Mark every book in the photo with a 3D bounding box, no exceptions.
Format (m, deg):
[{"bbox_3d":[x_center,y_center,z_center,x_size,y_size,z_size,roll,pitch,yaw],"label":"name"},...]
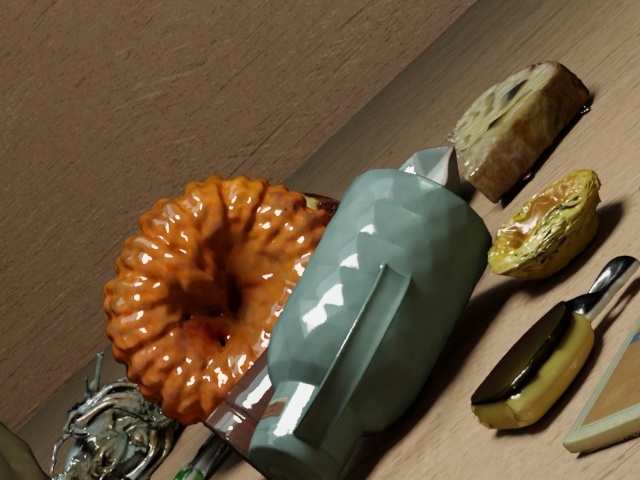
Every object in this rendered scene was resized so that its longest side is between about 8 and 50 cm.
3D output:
[{"bbox_3d":[0.256,0.027,0.949,0.241,0.018,0.170,-51,10,-37],"label":"book"}]

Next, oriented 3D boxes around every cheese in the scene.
[{"bbox_3d":[0.174,0.069,1.086,0.162,0.036,0.086,-47,6,-21],"label":"cheese"}]

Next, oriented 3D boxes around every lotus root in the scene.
[{"bbox_3d":[0.226,-0.132,1.730,0.170,0.074,0.260,-41,9,6],"label":"lotus root"}]

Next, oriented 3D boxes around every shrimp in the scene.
[{"bbox_3d":[-0.282,0.247,1.998,0.137,0.172,0.372,-34,5,27],"label":"shrimp"}]

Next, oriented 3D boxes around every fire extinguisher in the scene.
[{"bbox_3d":[0.031,0.080,1.488,0.341,0.105,0.141,-49,10,-11],"label":"fire extinguisher"}]

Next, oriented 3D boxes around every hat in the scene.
[{"bbox_3d":[-0.123,0.073,1.779,0.285,0.285,0.400,-46,5,-11],"label":"hat"}]

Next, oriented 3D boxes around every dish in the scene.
[{"bbox_3d":[0.112,-0.040,1.848,0.154,0.064,0.234,-45,7,-6],"label":"dish"}]

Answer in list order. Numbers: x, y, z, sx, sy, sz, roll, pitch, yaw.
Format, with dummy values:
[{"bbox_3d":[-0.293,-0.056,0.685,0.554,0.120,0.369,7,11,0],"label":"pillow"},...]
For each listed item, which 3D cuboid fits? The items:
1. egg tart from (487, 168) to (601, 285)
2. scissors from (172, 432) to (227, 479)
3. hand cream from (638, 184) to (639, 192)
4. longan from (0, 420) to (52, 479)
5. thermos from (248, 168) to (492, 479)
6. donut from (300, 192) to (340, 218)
[{"bbox_3d":[0.195,-0.006,1.301,0.130,0.052,0.130,-43,10,9],"label":"egg tart"},{"bbox_3d":[-0.154,0.277,1.705,0.204,0.027,0.101,-51,13,-28],"label":"scissors"},{"bbox_3d":[0.310,-0.072,1.054,0.194,0.042,0.067,-29,-1,-9],"label":"hand cream"},{"bbox_3d":[-0.509,0.368,1.707,0.436,0.404,0.404,-46,8,9],"label":"longan"},{"bbox_3d":[0.038,0.078,1.298,0.286,0.145,0.182,-61,0,-30],"label":"thermos"},{"bbox_3d":[0.000,0.000,1.967,0.140,0.140,0.059,-48,22,-21],"label":"donut"}]
